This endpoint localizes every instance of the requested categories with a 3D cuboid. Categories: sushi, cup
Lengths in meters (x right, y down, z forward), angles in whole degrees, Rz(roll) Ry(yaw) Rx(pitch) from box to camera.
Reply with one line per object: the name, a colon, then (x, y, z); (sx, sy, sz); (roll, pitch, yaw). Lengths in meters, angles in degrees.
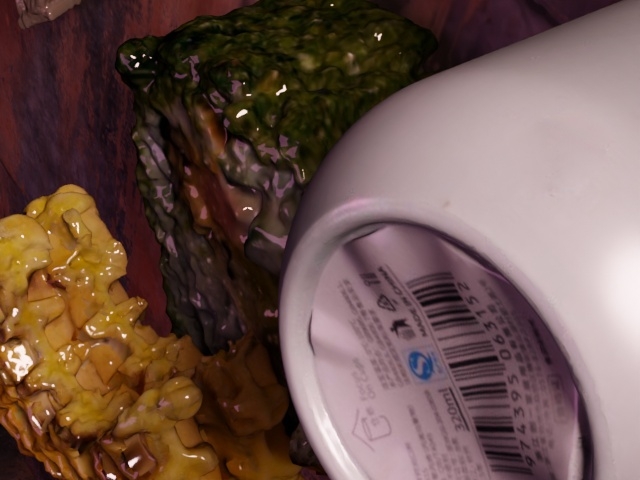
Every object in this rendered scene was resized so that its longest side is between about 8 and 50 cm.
sushi: (0.000, 0.000, 0.866); (0.294, 0.178, 0.352); (28, 135, 47)
cup: (0.141, 0.000, 0.461); (0.205, 0.312, 0.206); (25, 126, 40)

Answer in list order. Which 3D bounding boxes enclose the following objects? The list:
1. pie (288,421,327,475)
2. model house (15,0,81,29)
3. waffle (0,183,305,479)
pie: (0.143, 0.153, 0.667); (0.288, 0.103, 0.354); (26, 164, -25)
model house: (-0.352, -0.341, 1.256); (0.229, 0.122, 0.188); (54, 152, 14)
waffle: (-0.159, 0.118, 0.895); (0.324, 0.151, 0.261); (39, 142, 33)
